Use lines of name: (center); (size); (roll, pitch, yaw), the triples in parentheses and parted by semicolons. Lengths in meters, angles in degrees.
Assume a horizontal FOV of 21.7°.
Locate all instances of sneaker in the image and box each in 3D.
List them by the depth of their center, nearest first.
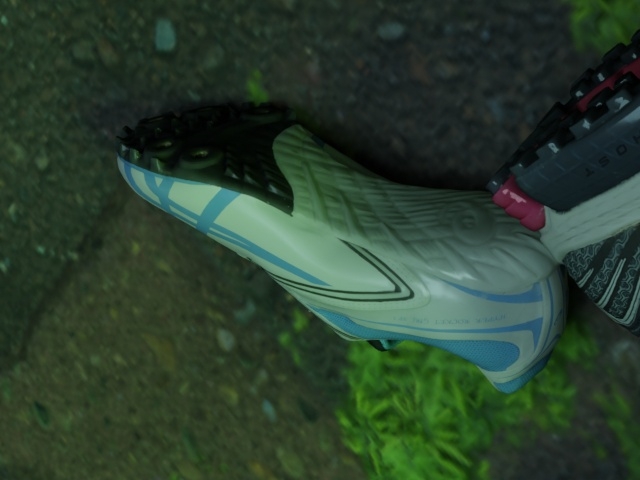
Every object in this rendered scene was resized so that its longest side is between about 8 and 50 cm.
sneaker: (0.194, -0.060, 0.560); (0.112, 0.121, 0.299); (48, 137, -6)
sneaker: (0.000, 0.000, 0.738); (0.237, 0.085, 0.086); (23, 126, 32)
